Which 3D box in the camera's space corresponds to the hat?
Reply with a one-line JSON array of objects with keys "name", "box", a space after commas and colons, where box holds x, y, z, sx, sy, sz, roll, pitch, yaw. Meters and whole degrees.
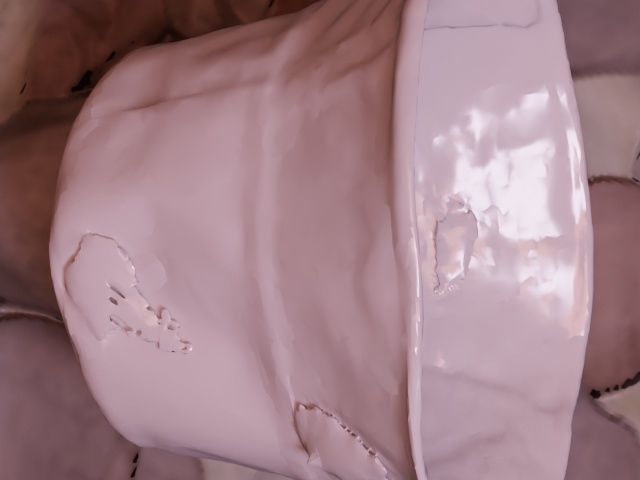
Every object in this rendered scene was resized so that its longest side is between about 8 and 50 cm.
[{"name": "hat", "box": [0.000, 0.000, 0.544, 0.126, 0.203, 0.203, 1, 90, 23]}]
